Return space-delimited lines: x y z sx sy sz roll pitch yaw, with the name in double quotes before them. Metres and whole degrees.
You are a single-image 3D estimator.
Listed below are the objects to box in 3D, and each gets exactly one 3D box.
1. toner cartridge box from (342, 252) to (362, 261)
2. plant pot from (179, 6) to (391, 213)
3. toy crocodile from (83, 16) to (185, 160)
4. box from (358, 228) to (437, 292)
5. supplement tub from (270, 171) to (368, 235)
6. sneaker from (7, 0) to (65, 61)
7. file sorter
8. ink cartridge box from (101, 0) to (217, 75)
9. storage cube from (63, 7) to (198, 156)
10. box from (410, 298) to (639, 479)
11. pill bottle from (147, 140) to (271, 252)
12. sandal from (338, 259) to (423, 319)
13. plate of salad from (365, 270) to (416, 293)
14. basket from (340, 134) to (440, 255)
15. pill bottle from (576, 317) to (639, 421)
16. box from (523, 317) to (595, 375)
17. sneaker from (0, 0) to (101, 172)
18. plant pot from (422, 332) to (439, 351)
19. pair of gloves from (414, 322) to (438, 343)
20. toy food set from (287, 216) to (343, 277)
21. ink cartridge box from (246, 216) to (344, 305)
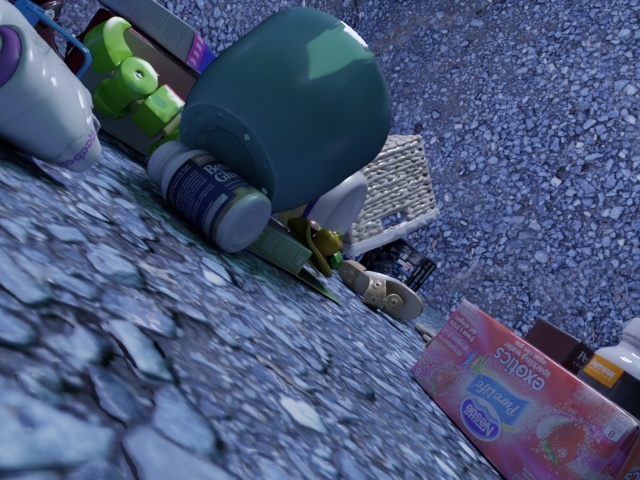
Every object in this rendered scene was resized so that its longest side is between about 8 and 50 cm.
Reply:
"toner cartridge box" -0.009 -0.045 1.935 0.348 0.075 0.165 34 3 -29
"plant pot" -0.074 -0.179 0.822 0.293 0.235 0.293 24 -42 24
"toy crocodile" -0.272 -0.214 0.903 0.115 0.105 0.340 -18 -60 44
"box" 0.206 0.083 1.521 0.051 0.175 0.220 37 2 -36
"supplement tub" -0.077 -0.142 1.287 0.331 0.241 0.241 37 4 17
"sneaker" -0.579 -0.448 1.120 0.106 0.162 0.281 36 4 -9
"file sorter" -0.398 -0.254 0.744 0.104 0.118 0.170 38 2 -28
"ink cartridge box" -0.285 -0.399 1.085 0.330 0.071 0.324 36 4 1
"storage cube" -0.379 -0.305 1.010 0.215 0.183 0.193 33 6 -38
"box" 0.272 0.221 0.674 0.154 0.142 0.300 34 4 -28
"pill bottle" -0.158 -0.066 0.727 0.169 0.094 0.094 37 4 20
"sandal" 0.112 0.120 1.191 0.079 0.088 0.240 -14 33 -43
"plate of salad" 0.151 0.123 1.356 0.200 0.048 0.200 15 9 -2
"basket" 0.116 -0.153 1.571 0.331 0.328 0.266 19 -53 59
"pill bottle" 0.478 0.273 0.841 0.162 0.278 0.162 36 3 -2
"box" 0.463 0.294 1.022 0.168 0.203 0.167 35 4 -5
"sneaker" -0.325 -0.164 0.553 0.305 0.114 0.152 44 -5 39
"plant pot" 0.287 0.230 1.055 0.096 0.109 0.109 48 3 -7
"pair of gloves" 0.355 0.292 1.305 0.240 0.042 0.204 36 4 -7
"toy food set" 0.000 0.000 0.979 0.128 0.071 0.218 54 -7 -1
"ink cartridge box" -0.060 0.014 0.936 0.235 0.056 0.171 32 5 -30
